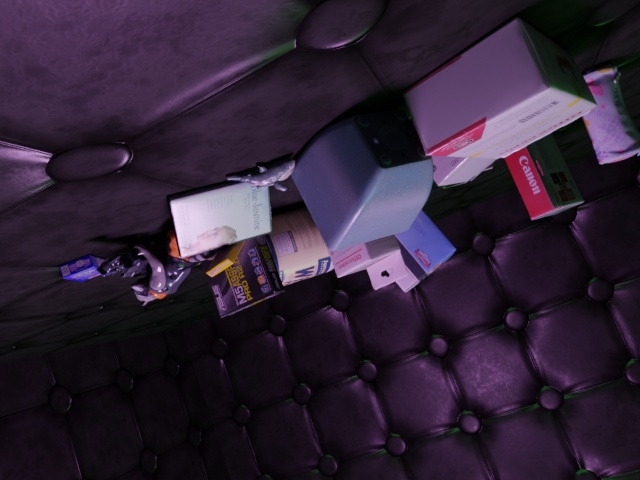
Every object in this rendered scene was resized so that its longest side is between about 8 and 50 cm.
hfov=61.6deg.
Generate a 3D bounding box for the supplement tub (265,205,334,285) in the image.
[{"bbox_3d":[-0.081,0.016,1.782,0.325,0.235,0.235,-17,170,-22],"label":"supplement tub"}]

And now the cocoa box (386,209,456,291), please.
[{"bbox_3d":[0.277,-0.019,1.893,0.228,0.347,0.231,-40,169,4],"label":"cocoa box"}]

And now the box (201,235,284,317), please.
[{"bbox_3d":[-0.250,0.070,1.624,0.216,0.269,0.060,-25,170,25],"label":"box"}]

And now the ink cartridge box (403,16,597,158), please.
[{"bbox_3d":[0.413,-0.314,1.210,0.279,0.160,0.385,-28,167,37],"label":"ink cartridge box"}]

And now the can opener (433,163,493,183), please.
[{"bbox_3d":[0.499,-0.260,1.954,0.284,0.075,0.095,-16,169,-18],"label":"can opener"}]

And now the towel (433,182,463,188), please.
[{"bbox_3d":[0.447,-0.227,1.975,0.113,0.023,0.152,-16,-155,-24],"label":"towel"}]

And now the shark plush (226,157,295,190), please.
[{"bbox_3d":[-0.143,-0.167,1.282,0.162,0.073,0.067,1,147,-7],"label":"shark plush"}]

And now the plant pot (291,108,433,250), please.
[{"bbox_3d":[0.115,-0.161,1.244,0.248,0.247,0.252,-16,159,-29],"label":"plant pot"}]

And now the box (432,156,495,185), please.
[{"bbox_3d":[0.417,-0.262,1.544,0.182,0.119,0.181,-12,156,-41],"label":"box"}]

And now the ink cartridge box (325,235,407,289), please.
[{"bbox_3d":[0.106,-0.022,1.610,0.119,0.353,0.207,-15,169,-31],"label":"ink cartridge box"}]

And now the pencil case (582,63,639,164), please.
[{"bbox_3d":[0.813,-0.355,1.522,0.124,0.272,0.113,-19,178,20],"label":"pencil case"}]

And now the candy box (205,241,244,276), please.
[{"bbox_3d":[-0.238,0.005,1.474,0.105,0.027,0.205,-33,-155,40],"label":"candy box"}]

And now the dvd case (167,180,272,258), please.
[{"bbox_3d":[-0.242,-0.061,1.344,0.253,0.022,0.180,-17,131,-21],"label":"dvd case"}]

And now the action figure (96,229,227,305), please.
[{"bbox_3d":[-0.418,0.061,1.456,0.330,0.178,0.341,-45,175,23],"label":"action figure"}]

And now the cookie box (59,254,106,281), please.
[{"bbox_3d":[-0.658,0.079,1.501,0.092,0.040,0.107,-21,170,-2],"label":"cookie box"}]

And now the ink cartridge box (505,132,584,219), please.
[{"bbox_3d":[0.791,-0.244,1.959,0.272,0.309,0.130,-10,166,-44],"label":"ink cartridge box"}]
